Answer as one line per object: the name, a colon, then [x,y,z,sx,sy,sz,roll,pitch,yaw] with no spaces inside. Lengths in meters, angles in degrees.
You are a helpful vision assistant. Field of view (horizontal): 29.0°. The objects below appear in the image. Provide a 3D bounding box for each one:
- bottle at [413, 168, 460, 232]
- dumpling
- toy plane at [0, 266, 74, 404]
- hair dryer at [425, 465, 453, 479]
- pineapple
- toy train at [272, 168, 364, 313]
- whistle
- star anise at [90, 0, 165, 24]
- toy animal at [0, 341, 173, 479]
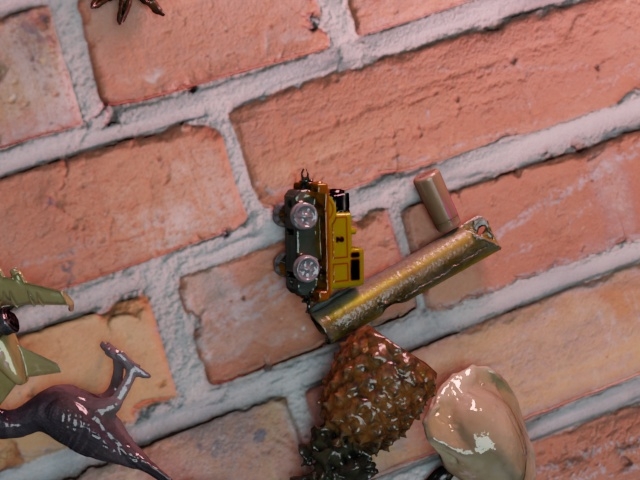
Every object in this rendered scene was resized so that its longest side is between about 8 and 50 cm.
bottle: [0.183,-0.062,1.937,0.045,0.045,0.096,-29,104,-12]
dumpling: [0.269,0.301,1.955,0.252,0.131,0.179,35,54,-23]
toy plane: [-0.473,0.100,1.727,0.242,0.104,0.256,-30,99,12]
hair dryer: [0.198,0.406,1.989,0.079,0.031,0.083,-40,112,1]
pineapple: [0.038,0.304,1.874,0.169,0.169,0.340,31,92,-16]
toy train: [0.000,0.000,1.870,0.127,0.089,0.219,-4,95,-26]
whistle: [0.134,0.059,1.924,0.326,0.057,0.068,-29,92,-13]
star anise: [-0.280,-0.375,1.780,0.141,0.042,0.141,-2,97,-19]
toy animal: [-0.317,0.253,1.790,0.367,0.081,0.206,19,83,-6]
